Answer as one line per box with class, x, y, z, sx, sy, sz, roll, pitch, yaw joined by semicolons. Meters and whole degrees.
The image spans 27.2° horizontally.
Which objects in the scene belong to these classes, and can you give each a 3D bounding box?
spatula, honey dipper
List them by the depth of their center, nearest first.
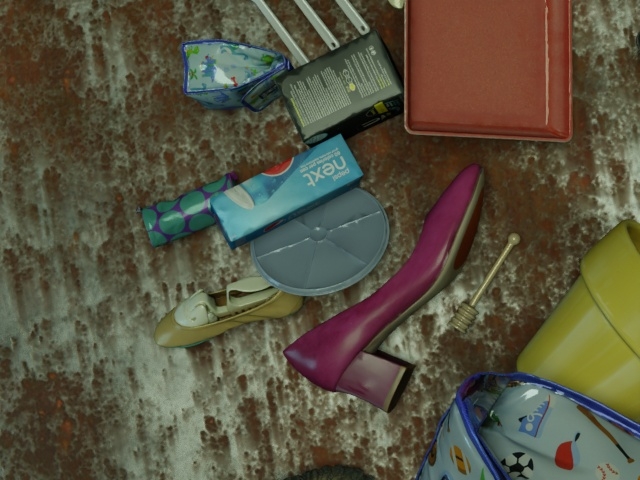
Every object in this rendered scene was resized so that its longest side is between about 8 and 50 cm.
honey dipper;0.237;0.059;1.874;0.030;0.030;0.160;34;91;10
spatula;-0.041;-0.360;1.910;0.168;0.019;0.242;-38;89;40

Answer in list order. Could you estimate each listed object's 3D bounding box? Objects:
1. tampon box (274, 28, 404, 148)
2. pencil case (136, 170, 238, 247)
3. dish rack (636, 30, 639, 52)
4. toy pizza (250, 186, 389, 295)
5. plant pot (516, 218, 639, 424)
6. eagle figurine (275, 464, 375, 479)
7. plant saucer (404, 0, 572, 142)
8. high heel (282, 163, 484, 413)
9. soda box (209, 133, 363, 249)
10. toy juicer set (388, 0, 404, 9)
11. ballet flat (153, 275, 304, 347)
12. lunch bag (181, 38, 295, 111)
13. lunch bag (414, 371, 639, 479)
tampon box;0.036;-0.208;1.876;0.161;0.120;0.101;-25;82;8
pencil case;-0.188;-0.046;1.937;0.152;0.064;0.070;-21;41;8
dish rack;0.556;-0.201;1.749;0.208;0.074;0.271;-22;54;17
toy pizza;0.000;0.000;1.882;0.201;0.032;0.201;-7;52;9
plant pot;0.398;0.141;1.743;0.239;0.254;0.254;-43;81;20
eagle figurine;-0.041;0.441;1.831;0.298;0.225;0.226;-25;73;19
plant saucer;0.226;-0.267;1.835;0.259;0.048;0.258;1;87;-21
high heel;0.091;0.042;1.858;0.181;0.127;0.377;25;87;17
soda box;-0.049;-0.068;1.866;0.210;0.067;0.071;-27;82;-8
toy juicer set;0.048;-0.484;1.904;0.329;0.089;0.209;34;93;21
ballet flat;-0.141;0.091;1.913;0.232;0.073;0.080;-17;46;5
lunch bag;-0.111;-0.238;1.900;0.151;0.129;0.096;-5;86;8
lunch bag;0.301;0.364;1.676;0.385;0.328;0.239;34;55;14
